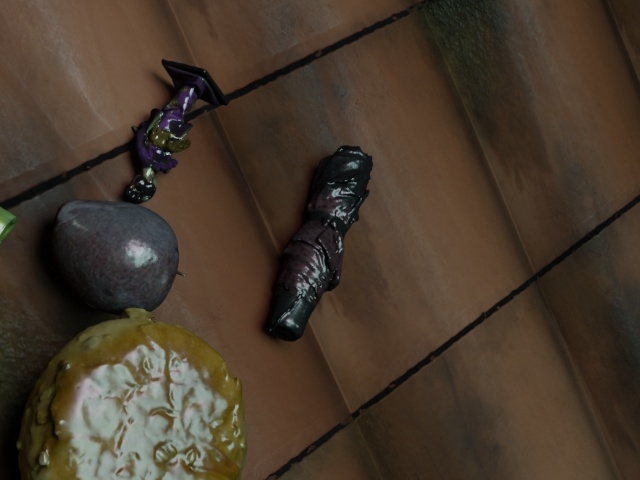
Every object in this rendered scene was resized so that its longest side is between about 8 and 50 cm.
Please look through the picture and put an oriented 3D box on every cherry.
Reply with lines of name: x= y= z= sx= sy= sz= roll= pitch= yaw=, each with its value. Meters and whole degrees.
cherry: x=-0.255 y=0.020 z=1.787 sx=0.176 sy=0.176 sz=0.140 roll=11 pitch=100 yaw=-40

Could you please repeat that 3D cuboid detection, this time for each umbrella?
umbrella: x=0.000 y=0.000 z=2.067 sx=0.090 sy=0.094 sz=0.326 roll=30 pitch=60 yaw=-17

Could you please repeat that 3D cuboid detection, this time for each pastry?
pastry: x=-0.233 y=0.250 z=1.735 sx=0.284 sy=0.184 sz=0.315 roll=19 pitch=68 yaw=-25

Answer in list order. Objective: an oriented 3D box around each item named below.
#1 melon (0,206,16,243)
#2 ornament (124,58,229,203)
melon: x=-0.507 y=-0.046 z=1.605 sx=0.323 sy=0.124 sz=0.196 roll=38 pitch=56 yaw=-22
ornament: x=-0.207 y=-0.134 z=1.933 sx=0.081 sy=0.088 sz=0.203 roll=43 pitch=64 yaw=-55
